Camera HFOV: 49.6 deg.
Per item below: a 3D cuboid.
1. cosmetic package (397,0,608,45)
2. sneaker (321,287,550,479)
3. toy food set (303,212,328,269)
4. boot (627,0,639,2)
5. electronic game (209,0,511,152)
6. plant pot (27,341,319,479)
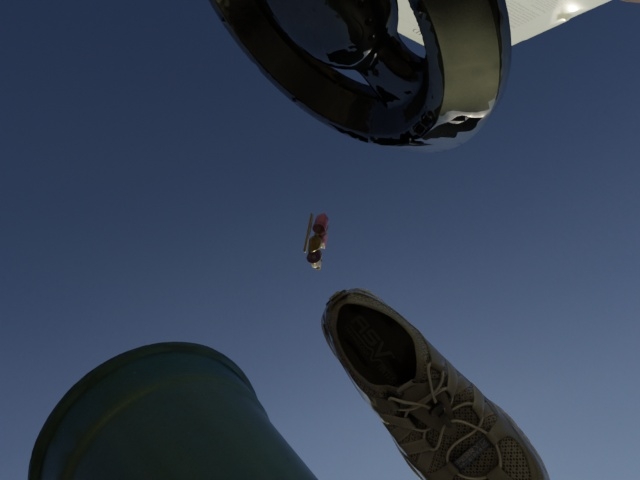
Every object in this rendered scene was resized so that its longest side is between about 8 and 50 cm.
[{"bbox_3d":[0.124,-0.342,0.756,0.377,0.284,0.097,17,-107,-29],"label":"cosmetic package"},{"bbox_3d":[0.093,0.156,0.646,0.281,0.115,0.105,43,-91,18],"label":"sneaker"},{"bbox_3d":[0.000,0.000,1.020,0.019,0.122,0.078,10,-98,11],"label":"toy food set"},{"bbox_3d":[0.491,-0.462,1.055,0.073,0.197,0.152,13,-93,31],"label":"boot"},{"bbox_3d":[0.005,-0.139,0.389,0.048,0.229,0.229,-47,-69,-19],"label":"electronic game"},{"bbox_3d":[-0.147,0.342,0.859,0.341,0.334,0.341,-10,-72,-32],"label":"plant pot"}]
